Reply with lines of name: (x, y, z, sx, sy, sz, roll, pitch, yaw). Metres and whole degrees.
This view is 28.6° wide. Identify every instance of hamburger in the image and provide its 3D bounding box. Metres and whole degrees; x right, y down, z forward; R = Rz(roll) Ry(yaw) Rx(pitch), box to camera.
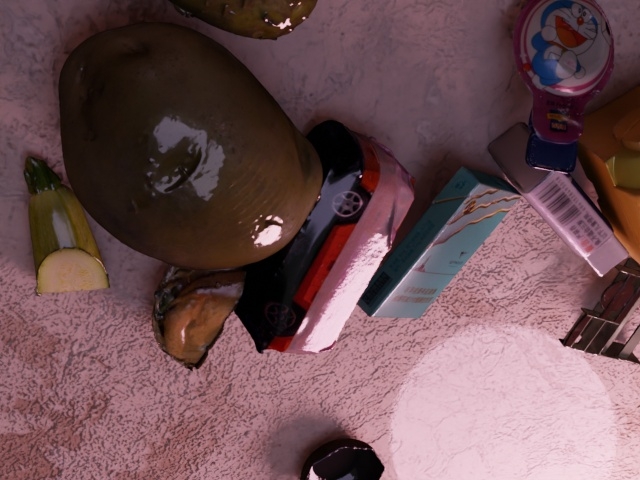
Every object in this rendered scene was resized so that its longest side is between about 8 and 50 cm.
hamburger: (-0.172, 0.077, 1.612, 0.102, 0.087, 0.176, 21, 120, -19)

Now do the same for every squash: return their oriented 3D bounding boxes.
squash: (-0.313, -0.008, 1.498, 0.090, 0.075, 0.200, -2, 126, 11)

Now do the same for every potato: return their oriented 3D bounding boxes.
potato: (-0.151, -0.092, 1.412, 0.243, 0.221, 0.326, -37, 132, 3)
potato: (-0.109, -0.309, 1.352, 0.251, 0.113, 0.149, 29, 117, -25)

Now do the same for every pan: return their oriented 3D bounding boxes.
pan: (-0.004, 0.366, 1.892, 0.202, 0.048, 0.128, -31, 127, -1)

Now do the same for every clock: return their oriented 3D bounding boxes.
clock: (0.516, -0.128, 1.675, 0.317, 0.200, 0.244, -37, 126, -6)

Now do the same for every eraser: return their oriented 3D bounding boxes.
eraser: (0.321, -0.053, 1.684, 0.068, 0.124, 0.210, -41, 128, 8)

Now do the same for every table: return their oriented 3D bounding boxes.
table: (0.449, 0.103, 1.880, 0.175, 0.062, 0.146, 17, 115, -31)

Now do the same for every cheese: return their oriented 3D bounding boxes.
cheese: (0.301, -0.207, 1.563, 0.155, 0.062, 0.244, 8, 88, -23)

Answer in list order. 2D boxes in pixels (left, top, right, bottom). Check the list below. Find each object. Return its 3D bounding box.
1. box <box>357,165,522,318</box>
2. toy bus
box: (0.158, 0.008, 1.670, 0.229, 0.041, 0.162, -52, 156, 16)
toy bus: (0.000, 0.000, 1.597, 0.147, 0.127, 0.302, 15, 115, -35)
